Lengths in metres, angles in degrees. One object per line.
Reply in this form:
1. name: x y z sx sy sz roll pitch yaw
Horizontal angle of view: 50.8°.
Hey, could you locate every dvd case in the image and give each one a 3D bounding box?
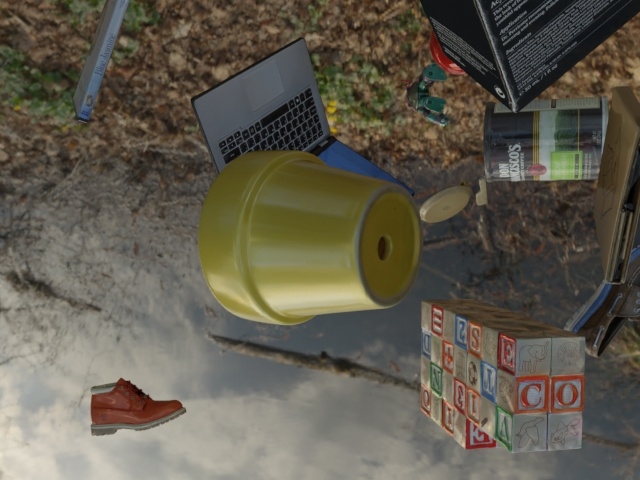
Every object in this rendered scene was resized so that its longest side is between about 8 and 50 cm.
1. dvd case: -0.412 -0.358 1.261 0.022 0.180 0.253 17 104 -29

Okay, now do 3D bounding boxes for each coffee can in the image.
1. coffee can: 0.546 -0.244 1.637 0.275 0.202 0.202 0 135 20

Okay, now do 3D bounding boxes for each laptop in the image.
1. laptop: -0.018 -0.200 1.502 0.236 0.382 0.408 8 127 38

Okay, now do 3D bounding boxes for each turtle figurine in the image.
1. turtle figurine: 0.287 -0.386 1.805 0.118 0.234 0.175 -16 93 2

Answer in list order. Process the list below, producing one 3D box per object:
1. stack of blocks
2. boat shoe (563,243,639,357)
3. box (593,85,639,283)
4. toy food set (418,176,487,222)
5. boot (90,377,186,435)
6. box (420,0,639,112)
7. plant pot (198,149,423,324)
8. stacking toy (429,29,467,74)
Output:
1. stack of blocks: 0.223 0.182 0.886 0.087 0.297 0.171 0 93 -11
2. boat shoe: 0.414 0.082 0.914 0.066 0.066 0.183 7 124 -41
3. box: 0.328 -0.069 0.740 0.021 0.201 0.165 7 116 16
4. toy food set: 0.264 -0.083 1.457 0.192 0.039 0.132 -24 152 1
5. boot: -0.294 0.259 1.074 0.157 0.085 0.059 -7 177 4
6. box: 0.184 -0.245 0.450 0.261 0.103 0.184 -39 145 4
7. plant pot: 0.000 0.000 0.940 0.238 0.254 0.254 5 141 39
8. stacking toy: 0.180 -0.314 0.808 0.141 0.141 0.330 1 157 6
